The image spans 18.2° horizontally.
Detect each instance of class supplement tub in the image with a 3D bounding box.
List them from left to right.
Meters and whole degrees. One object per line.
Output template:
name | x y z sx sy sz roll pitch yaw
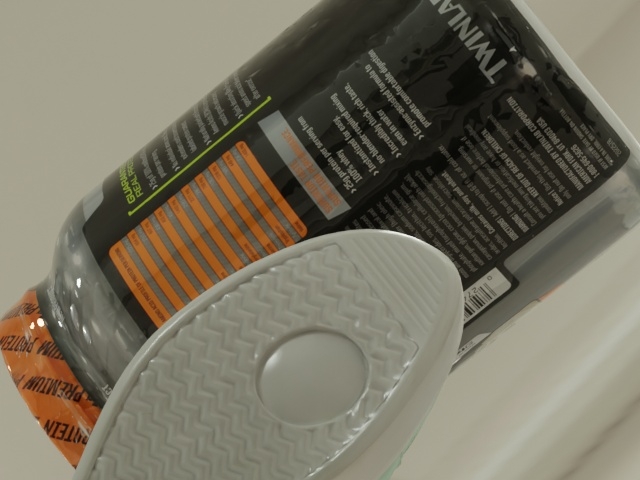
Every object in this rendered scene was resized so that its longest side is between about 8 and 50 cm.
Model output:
supplement tub | 0.000 0.000 1.030 0.316 0.193 0.193 -38 -49 8

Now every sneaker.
sneaker | -0.031 0.120 0.713 0.256 0.094 0.151 -51 -30 -15
